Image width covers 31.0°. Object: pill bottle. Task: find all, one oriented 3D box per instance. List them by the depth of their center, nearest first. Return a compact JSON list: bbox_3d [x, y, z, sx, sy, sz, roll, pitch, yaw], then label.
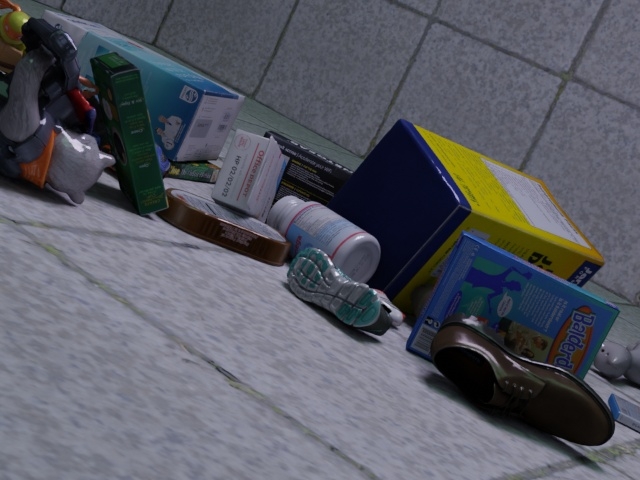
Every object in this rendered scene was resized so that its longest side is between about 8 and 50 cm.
[{"bbox_3d":[0.000,0.000,1.590,0.160,0.087,0.087,33,11,39],"label":"pill bottle"}]

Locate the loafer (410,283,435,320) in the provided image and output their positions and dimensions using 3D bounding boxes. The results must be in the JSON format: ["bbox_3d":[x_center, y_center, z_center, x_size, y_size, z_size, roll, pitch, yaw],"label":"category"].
[{"bbox_3d":[0.226,0.102,1.609,0.251,0.094,0.087,19,15,-36],"label":"loafer"}]

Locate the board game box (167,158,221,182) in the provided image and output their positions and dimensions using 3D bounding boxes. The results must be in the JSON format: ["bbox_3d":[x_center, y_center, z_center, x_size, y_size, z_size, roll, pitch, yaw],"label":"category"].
[{"bbox_3d":[-0.265,-0.137,1.830,0.136,0.030,0.259,31,10,19],"label":"board game box"}]

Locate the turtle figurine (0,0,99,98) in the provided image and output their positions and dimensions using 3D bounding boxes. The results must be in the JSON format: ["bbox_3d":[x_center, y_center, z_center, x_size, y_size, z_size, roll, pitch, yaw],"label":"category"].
[{"bbox_3d":[-0.408,-0.247,1.463,0.269,0.087,0.217,30,-26,-15],"label":"turtle figurine"}]

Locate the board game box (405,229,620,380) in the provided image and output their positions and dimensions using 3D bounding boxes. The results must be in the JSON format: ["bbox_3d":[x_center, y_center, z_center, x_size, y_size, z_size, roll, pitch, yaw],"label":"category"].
[{"bbox_3d":[0.232,0.105,1.407,0.210,0.160,0.047,27,9,2],"label":"board game box"}]

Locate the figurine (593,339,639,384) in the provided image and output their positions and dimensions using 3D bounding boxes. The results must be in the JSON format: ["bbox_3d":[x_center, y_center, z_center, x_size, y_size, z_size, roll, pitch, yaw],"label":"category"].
[{"bbox_3d":[0.555,0.224,1.881,0.209,0.092,0.215,11,16,-44],"label":"figurine"}]

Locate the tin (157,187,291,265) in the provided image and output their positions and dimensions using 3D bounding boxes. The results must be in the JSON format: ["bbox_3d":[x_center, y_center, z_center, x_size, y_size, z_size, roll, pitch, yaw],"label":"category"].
[{"bbox_3d":[-0.125,-0.019,1.524,0.189,0.040,0.106,22,6,-25],"label":"tin"}]

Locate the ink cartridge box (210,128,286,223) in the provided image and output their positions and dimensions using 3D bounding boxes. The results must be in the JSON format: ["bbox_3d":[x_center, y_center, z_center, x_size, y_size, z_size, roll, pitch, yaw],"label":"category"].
[{"bbox_3d":[-0.100,-0.089,1.609,0.061,0.104,0.181,19,-7,6],"label":"ink cartridge box"}]

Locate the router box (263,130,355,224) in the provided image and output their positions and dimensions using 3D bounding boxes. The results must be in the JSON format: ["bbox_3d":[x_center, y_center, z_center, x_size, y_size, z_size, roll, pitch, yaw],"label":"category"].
[{"bbox_3d":[-0.029,-0.070,1.761,0.178,0.133,0.046,27,10,5],"label":"router box"}]

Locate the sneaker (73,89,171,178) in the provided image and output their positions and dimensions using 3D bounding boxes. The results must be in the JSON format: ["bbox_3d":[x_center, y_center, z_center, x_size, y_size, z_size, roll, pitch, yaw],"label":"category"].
[{"bbox_3d":[-0.297,-0.140,1.654,0.221,0.083,0.087,39,1,35],"label":"sneaker"}]

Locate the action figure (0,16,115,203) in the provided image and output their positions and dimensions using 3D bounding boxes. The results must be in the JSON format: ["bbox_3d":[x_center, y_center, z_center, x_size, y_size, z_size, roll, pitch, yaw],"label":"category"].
[{"bbox_3d":[-0.391,-0.149,1.335,0.330,0.179,0.341,32,-20,3],"label":"action figure"}]

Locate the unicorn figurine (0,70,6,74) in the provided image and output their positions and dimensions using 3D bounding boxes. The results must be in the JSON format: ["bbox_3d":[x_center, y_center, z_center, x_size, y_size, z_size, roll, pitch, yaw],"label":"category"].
[{"bbox_3d":[-0.442,-0.208,1.638,0.111,0.060,0.162,28,11,41],"label":"unicorn figurine"}]

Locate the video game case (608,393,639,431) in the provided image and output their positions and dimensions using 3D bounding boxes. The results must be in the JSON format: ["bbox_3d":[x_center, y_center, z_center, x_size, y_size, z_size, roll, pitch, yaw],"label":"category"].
[{"bbox_3d":[0.488,0.271,1.628,0.166,0.015,0.119,27,8,6],"label":"video game case"}]

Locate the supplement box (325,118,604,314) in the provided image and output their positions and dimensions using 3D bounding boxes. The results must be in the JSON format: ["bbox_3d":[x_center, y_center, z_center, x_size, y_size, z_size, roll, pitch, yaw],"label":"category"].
[{"bbox_3d":[0.215,-0.003,1.713,0.356,0.195,0.194,18,32,-42],"label":"supplement box"}]

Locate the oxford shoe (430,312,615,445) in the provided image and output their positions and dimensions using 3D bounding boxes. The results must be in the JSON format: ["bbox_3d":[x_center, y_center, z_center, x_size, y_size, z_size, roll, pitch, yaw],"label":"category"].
[{"bbox_3d":[0.221,0.175,1.298,0.227,0.083,0.096,27,28,10],"label":"oxford shoe"}]

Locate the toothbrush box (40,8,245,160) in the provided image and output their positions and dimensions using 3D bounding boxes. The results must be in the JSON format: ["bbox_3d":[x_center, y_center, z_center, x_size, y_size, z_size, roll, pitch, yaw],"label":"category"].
[{"bbox_3d":[-0.299,-0.244,1.856,0.295,0.126,0.216,27,10,11],"label":"toothbrush box"}]

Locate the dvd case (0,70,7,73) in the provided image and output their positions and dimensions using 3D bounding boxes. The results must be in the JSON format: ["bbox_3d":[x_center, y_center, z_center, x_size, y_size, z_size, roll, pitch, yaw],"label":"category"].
[{"bbox_3d":[-0.416,-0.232,1.946,0.238,0.030,0.179,32,11,36],"label":"dvd case"}]

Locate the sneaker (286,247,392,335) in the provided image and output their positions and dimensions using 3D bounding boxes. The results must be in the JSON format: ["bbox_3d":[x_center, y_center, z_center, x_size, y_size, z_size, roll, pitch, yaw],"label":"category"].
[{"bbox_3d":[0.024,0.069,1.406,0.166,0.065,0.076,39,-1,42],"label":"sneaker"}]

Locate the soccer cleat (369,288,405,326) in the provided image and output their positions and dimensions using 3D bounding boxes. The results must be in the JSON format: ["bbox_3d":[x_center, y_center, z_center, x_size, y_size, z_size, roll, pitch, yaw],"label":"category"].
[{"bbox_3d":[0.077,0.085,1.512,0.035,0.029,0.083,23,13,-45],"label":"soccer cleat"}]

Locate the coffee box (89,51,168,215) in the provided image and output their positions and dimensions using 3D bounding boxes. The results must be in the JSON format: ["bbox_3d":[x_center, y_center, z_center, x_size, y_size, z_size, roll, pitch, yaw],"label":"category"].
[{"bbox_3d":[-0.239,-0.134,1.442,0.040,0.184,0.113,-17,25,-18],"label":"coffee box"}]
